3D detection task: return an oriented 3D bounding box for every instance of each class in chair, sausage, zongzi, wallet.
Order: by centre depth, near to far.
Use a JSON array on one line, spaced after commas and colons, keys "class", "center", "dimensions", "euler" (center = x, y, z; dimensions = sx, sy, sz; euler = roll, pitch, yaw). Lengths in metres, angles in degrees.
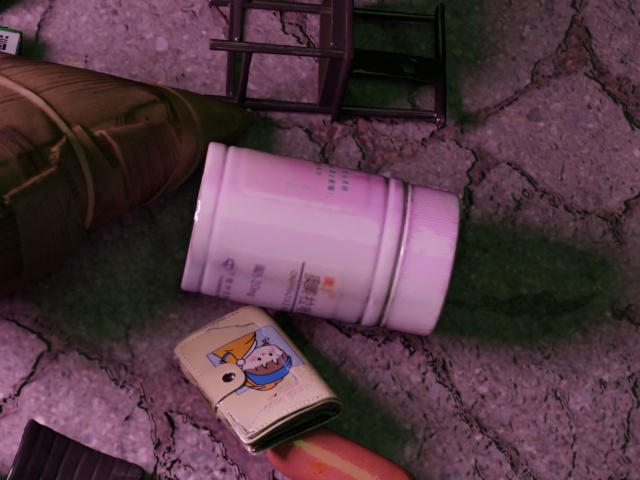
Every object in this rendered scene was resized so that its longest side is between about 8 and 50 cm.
[{"class": "chair", "center": [-0.236, 0.260, 1.779], "dimensions": [0.140, 0.145, 0.221], "euler": [26, 59, -8]}, {"class": "sausage", "center": [0.021, 0.220, 1.891], "dimensions": [0.154, 0.062, 0.062], "euler": [27, 63, 4]}, {"class": "wallet", "center": [-0.063, 0.130, 1.899], "dimensions": [0.110, 0.039, 0.155], "euler": [-25, 45, -19]}, {"class": "zongzi", "center": [-0.386, -0.141, 1.980], "dimensions": [0.500, 0.218, 0.467], "euler": [30, 31, 22]}, {"class": "chair", "center": [0.013, -0.215, 2.058], "dimensions": [0.260, 0.141, 0.155], "euler": [4, 65, -5]}]

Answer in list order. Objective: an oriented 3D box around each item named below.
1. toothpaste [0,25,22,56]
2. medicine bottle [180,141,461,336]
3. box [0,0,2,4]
[{"class": "toothpaste", "center": [-0.397, -0.210, 2.033], "dimensions": [0.178, 0.043, 0.037], "euler": [11, 64, -5]}, {"class": "medicine bottle", "center": [0.000, 0.000, 1.942], "dimensions": [0.254, 0.152, 0.152], "euler": [12, 63, -4]}, {"class": "box", "center": [-0.344, -0.301, 2.067], "dimensions": [0.069, 0.084, 0.122], "euler": [30, 65, -3]}]
